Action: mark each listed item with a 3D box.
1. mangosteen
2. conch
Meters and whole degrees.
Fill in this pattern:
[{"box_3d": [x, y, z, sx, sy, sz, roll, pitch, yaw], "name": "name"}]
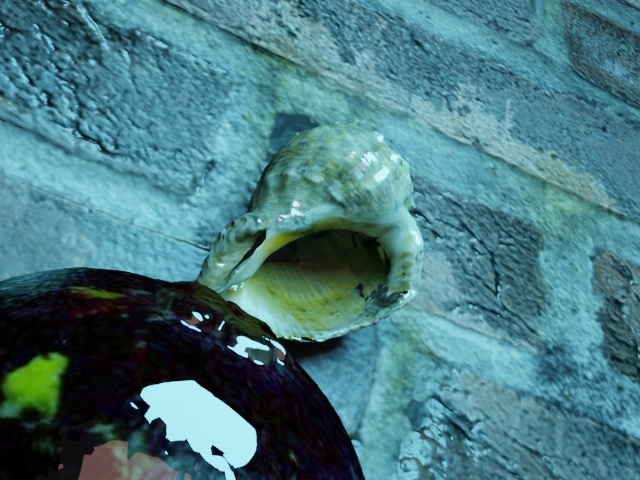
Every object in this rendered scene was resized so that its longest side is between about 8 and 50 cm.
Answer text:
[{"box_3d": [-0.115, 0.154, 0.464, 0.288, 0.288, 0.288, 15, 52, -20], "name": "mangosteen"}, {"box_3d": [0.000, 0.000, 0.715, 0.207, 0.130, 0.155, -35, 66, -27], "name": "conch"}]
